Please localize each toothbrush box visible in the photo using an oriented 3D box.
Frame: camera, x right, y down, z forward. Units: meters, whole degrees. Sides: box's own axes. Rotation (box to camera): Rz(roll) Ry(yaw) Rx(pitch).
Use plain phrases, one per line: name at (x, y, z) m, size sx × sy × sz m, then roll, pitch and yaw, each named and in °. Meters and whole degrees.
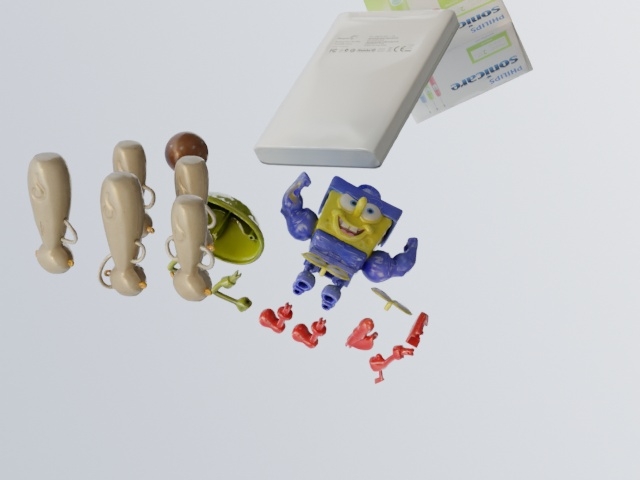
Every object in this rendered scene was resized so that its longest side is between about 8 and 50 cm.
toothbrush box at (0.195, -0.354, 2.506) m, size 0.122 × 0.206 × 0.283 m, roll 57°, pitch -167°, yaw -45°

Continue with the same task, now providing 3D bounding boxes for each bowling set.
bowling set at (-0.189, -0.029, 1.841) m, size 0.200 × 0.287 × 0.154 m, roll -30°, pitch -51°, yaw -45°

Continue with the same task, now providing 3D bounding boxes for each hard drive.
hard drive at (0.055, -0.225, 2.254) m, size 0.307 × 0.203 × 0.040 m, roll -61°, pitch -40°, yaw -35°

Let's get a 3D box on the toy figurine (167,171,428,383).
toy figurine at (0.000, 0.000, 2.096) m, size 0.362 × 0.191 × 0.217 m, roll 27°, pitch -127°, yaw 4°
